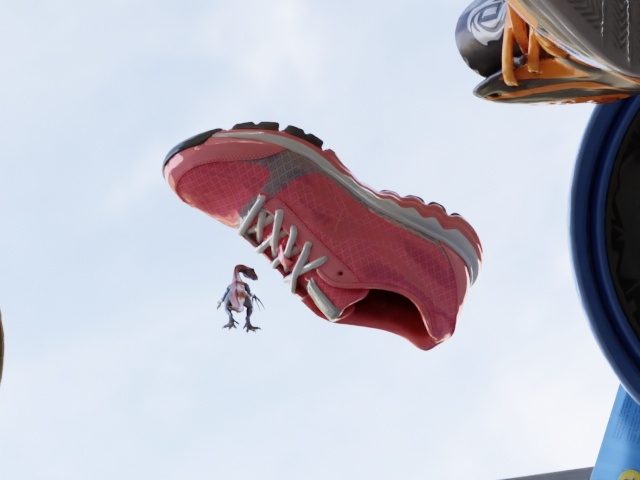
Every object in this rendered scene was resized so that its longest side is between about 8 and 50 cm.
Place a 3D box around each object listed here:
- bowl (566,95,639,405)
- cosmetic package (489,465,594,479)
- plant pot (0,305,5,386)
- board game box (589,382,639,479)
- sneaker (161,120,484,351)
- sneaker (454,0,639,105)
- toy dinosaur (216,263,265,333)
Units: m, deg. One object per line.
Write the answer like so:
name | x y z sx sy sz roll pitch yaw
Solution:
bowl | 0.379 -0.012 1.464 0.391 0.391 0.077 -18 -1 4
cosmetic package | 0.172 0.268 1.790 0.238 0.107 0.127 -6 -11 6
plant pot | -0.458 0.099 1.767 0.254 0.237 0.237 -1 -25 33
board game box | 0.347 0.230 1.694 0.086 0.308 0.302 11 -13 40
sneaker | 0.001 0.000 1.759 0.314 0.136 0.116 22 -40 -9
sneaker | 0.135 -0.133 1.133 0.180 0.124 0.321 -4 -16 38
toy dinosaur | -0.077 0.053 1.975 0.047 0.082 0.090 3 -28 -9
